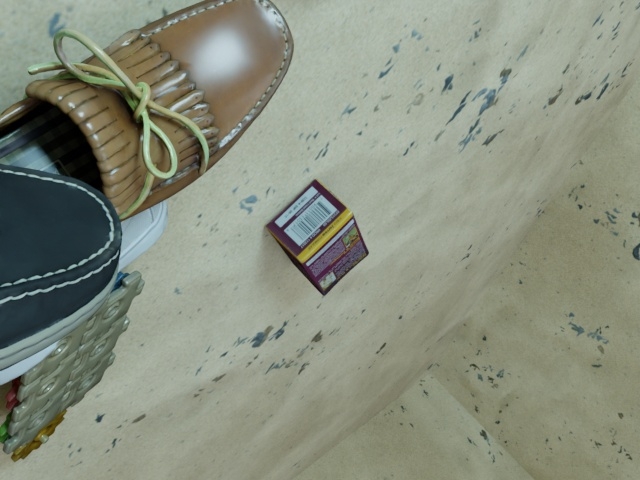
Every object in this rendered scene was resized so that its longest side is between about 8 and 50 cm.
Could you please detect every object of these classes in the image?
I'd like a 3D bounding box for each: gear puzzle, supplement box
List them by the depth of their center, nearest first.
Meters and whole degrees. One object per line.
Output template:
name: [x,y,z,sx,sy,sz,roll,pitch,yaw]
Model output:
gear puzzle: [-0.317,0.162,0.907,0.175,0.044,0.339,-41,167,-48]
supplement box: [0.000,0.000,1.137,0.104,0.081,0.188,-43,159,-6]

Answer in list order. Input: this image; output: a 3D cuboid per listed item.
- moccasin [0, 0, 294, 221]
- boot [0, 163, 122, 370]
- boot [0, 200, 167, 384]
moccasin: [-0.179,-0.077,0.577,0.380,0.139,0.147,-31,-170,-16]
boot: [-0.215,-0.062,0.319,0.377,0.138,0.284,1,136,-45]
boot: [-0.267,0.019,0.701,0.258,0.095,0.123,-47,149,-8]
